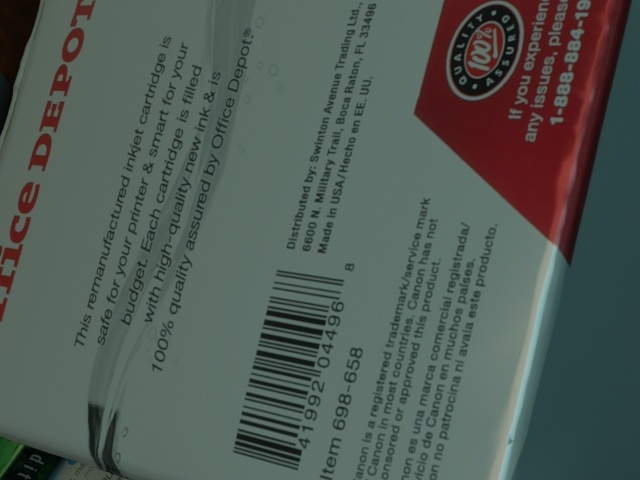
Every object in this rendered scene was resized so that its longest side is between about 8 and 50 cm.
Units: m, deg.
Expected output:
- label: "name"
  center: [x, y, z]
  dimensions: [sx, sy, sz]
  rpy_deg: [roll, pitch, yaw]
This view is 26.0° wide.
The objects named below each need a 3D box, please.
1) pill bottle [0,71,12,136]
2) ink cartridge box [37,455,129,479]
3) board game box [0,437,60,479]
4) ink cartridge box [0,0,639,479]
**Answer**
- label: "pill bottle"
  center: [-0.319, 0.074, 0.841]
  dimensions: [0.229, 0.229, 0.407]
  rpy_deg: [-1, 72, 38]
- label: "ink cartridge box"
  center: [-0.110, 0.122, 0.721]
  dimensions: [0.128, 0.127, 0.176]
  rpy_deg: [-55, 47, 4]
- label: "board game box"
  center: [-0.141, 0.034, 0.684]
  dimensions: [0.136, 0.030, 0.259]
  rpy_deg: [37, 90, 40]
- label: "ink cartridge box"
  center: [0.000, 0.000, 0.502]
  dimensions: [0.273, 0.114, 0.197]
  rpy_deg: [8, 79, 42]
